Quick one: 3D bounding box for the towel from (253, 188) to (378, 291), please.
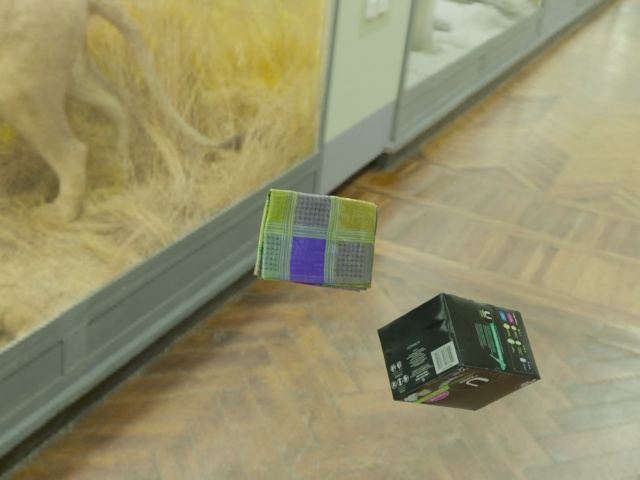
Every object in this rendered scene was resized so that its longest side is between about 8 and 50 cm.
[{"bbox_3d":[0.000,0.000,0.585,0.083,0.060,0.009,9,0,-28],"label":"towel"}]

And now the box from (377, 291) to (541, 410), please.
[{"bbox_3d":[0.091,0.074,0.596,0.083,0.062,0.052,15,52,-41],"label":"box"}]
